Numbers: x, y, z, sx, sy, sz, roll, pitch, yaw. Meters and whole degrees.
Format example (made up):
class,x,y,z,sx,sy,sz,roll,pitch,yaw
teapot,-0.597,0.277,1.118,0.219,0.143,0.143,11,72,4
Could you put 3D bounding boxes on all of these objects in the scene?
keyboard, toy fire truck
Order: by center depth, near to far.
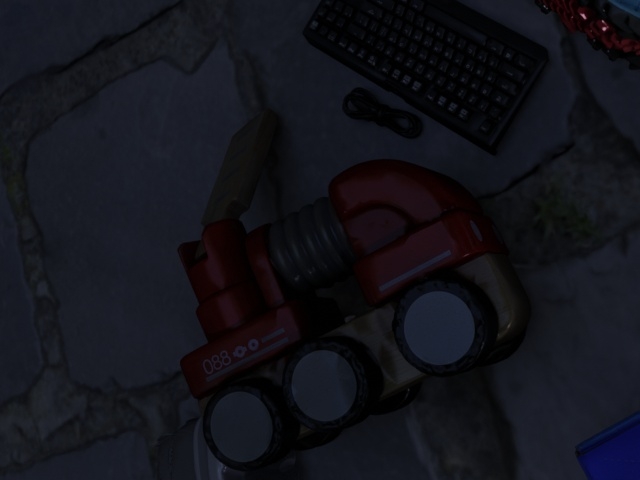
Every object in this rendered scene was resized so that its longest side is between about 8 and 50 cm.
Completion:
class,x,y,z,sx,sy,sz,roll,pitch,yaw
toy fire truck,0.000,0.000,0.705,0.217,0.158,0.246,-29,78,19
keyboard,0.062,-0.124,0.737,0.180,0.023,0.108,36,104,30

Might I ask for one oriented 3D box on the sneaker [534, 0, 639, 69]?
class,x,y,z,sx,sy,sz,roll,pitch,yaw
sneaker,0.154,-0.218,0.661,0.262,0.104,0.125,43,92,21

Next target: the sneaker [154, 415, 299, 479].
class,x,y,z,sx,sy,sz,roll,pitch,yaw
sneaker,-0.066,0.260,0.748,0.115,0.105,0.281,-20,66,41

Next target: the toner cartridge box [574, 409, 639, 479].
class,x,y,z,sx,sy,sz,roll,pitch,yaw
toner cartridge box,0.293,0.222,0.531,0.165,0.075,0.348,-35,69,23
